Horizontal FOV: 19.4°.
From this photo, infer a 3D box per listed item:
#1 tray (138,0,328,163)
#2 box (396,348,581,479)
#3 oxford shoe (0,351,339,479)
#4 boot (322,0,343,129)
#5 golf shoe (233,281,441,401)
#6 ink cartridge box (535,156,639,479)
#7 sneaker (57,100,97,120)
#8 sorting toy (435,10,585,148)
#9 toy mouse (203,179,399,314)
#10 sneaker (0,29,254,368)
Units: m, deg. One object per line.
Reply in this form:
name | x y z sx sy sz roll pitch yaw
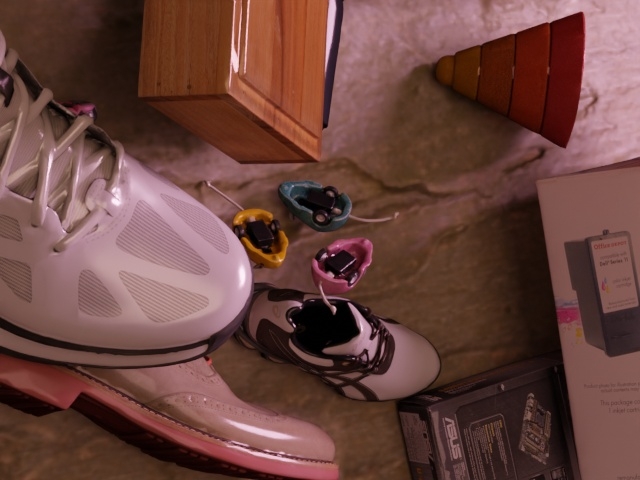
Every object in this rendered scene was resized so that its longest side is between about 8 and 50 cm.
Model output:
tray | -0.048 -0.279 1.377 0.203 0.076 0.411 31 61 -69
box | 0.177 0.228 1.643 0.183 0.056 0.231 -16 97 -28
oxford shoe | -0.124 0.098 1.454 0.348 0.123 0.130 25 73 -26
boot | 0.008 -0.182 1.536 0.246 0.094 0.207 10 81 -20
golf shoe | 0.027 0.090 1.546 0.198 0.094 0.077 16 81 -28
ink cartridge box | 0.297 0.031 1.634 0.207 0.119 0.353 -12 95 -54
sneaker | -0.220 -0.065 1.450 0.119 0.047 0.057 -33 110 -16
sorting toy | 0.172 -0.266 1.641 0.126 0.127 0.365 4 84 2
toy mouse | 0.000 0.000 1.533 0.143 0.161 0.031 -14 140 -29
sneaker | -0.226 -0.063 1.267 0.447 0.257 0.169 24 60 -12
